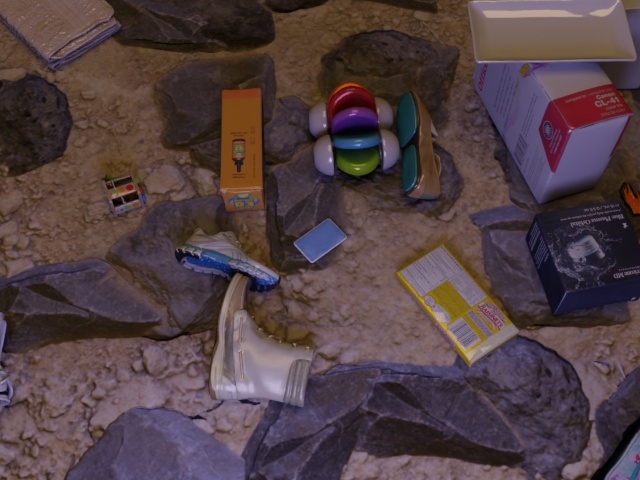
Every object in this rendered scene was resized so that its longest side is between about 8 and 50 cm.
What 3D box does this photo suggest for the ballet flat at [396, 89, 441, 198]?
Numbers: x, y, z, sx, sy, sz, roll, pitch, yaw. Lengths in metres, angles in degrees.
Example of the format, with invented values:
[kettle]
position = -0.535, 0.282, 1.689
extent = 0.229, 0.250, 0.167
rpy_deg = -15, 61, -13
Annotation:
[ballet flat]
position = 0.186, -0.173, 1.646
extent = 0.073, 0.080, 0.232
rpy_deg = 15, 59, -24

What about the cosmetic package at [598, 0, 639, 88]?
[cosmetic package]
position = 0.546, -0.545, 1.764
extent = 0.161, 0.230, 0.453
rpy_deg = -2, 59, -1

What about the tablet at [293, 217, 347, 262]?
[tablet]
position = 0.000, 0.000, 1.570
extent = 0.083, 0.006, 0.054
rpy_deg = -36, 66, -18

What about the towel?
[towel]
position = -0.563, -0.483, 1.832
extent = 0.187, 0.049, 0.282
rpy_deg = -40, 67, -21

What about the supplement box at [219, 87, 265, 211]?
[supplement box]
position = -0.143, -0.169, 1.630
extent = 0.078, 0.080, 0.233
rpy_deg = -2, 58, 0

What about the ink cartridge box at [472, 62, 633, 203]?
[ink cartridge box]
position = 0.405, -0.258, 1.595
extent = 0.131, 0.226, 0.306
rpy_deg = -15, 61, -9

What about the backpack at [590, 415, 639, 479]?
[backpack]
position = 0.549, 0.363, 1.261
extent = 0.253, 0.191, 0.225
rpy_deg = 39, 66, 15

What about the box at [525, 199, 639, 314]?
[box]
position = 0.454, 0.028, 1.504
extent = 0.156, 0.093, 0.158
rpy_deg = -10, 61, -6

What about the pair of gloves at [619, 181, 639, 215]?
[pair of gloves]
position = 0.592, -0.080, 1.614
extent = 0.083, 0.010, 0.074
rpy_deg = -7, 58, -7

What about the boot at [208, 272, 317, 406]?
[boot]
position = -0.086, 0.161, 1.435
extent = 0.165, 0.077, 0.213
rpy_deg = 5, 66, 4

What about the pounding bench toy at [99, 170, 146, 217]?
[pounding bench toy]
position = -0.358, -0.097, 1.601
extent = 0.065, 0.052, 0.083
rpy_deg = -21, 61, -12

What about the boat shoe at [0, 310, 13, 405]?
[boat shoe]
position = -0.529, 0.235, 1.384
extent = 0.088, 0.096, 0.267
rpy_deg = 9, 61, 1

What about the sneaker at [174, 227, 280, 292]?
[sneaker]
position = -0.150, 0.024, 1.523
extent = 0.190, 0.071, 0.083
rpy_deg = 21, 56, 12

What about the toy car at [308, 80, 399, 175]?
[toy car]
position = 0.061, -0.211, 1.619
extent = 0.159, 0.136, 0.182
rpy_deg = -5, 60, -3

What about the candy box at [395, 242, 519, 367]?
[candy box]
position = 0.229, 0.106, 1.495
extent = 0.105, 0.027, 0.206
rpy_deg = -29, 64, -19

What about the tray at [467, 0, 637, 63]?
[tray]
position = 0.389, -0.350, 1.502
extent = 0.270, 0.030, 0.145
rpy_deg = -1, 58, 0
